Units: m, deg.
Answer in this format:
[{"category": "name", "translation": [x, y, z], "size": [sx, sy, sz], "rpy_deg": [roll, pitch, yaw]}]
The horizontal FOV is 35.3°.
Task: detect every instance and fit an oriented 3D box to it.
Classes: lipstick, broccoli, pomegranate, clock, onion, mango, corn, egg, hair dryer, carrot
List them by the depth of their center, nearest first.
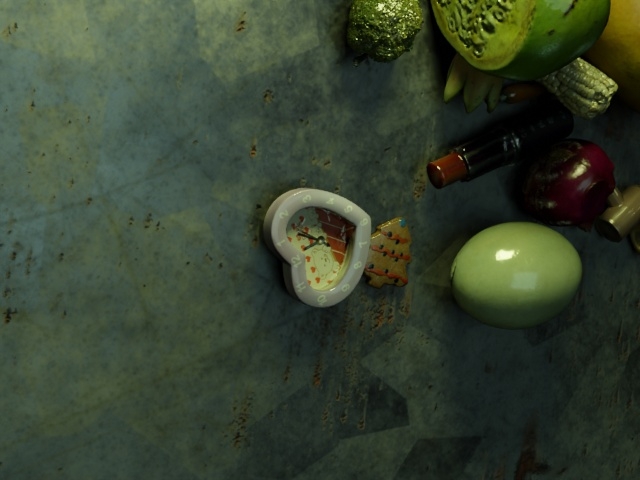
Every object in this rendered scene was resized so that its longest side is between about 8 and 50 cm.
[{"category": "broccoli", "translation": [0.101, -0.343, 1.598], "size": [0.120, 0.130, 0.131], "rpy_deg": [20, 54, -68]}, {"category": "clock", "translation": [0.000, 0.000, 1.623], "size": [0.172, 0.064, 0.198], "rpy_deg": [-32, 111, -20]}, {"category": "pomegranate", "translation": [0.324, -0.372, 1.627], "size": [0.216, 0.309, 0.358], "rpy_deg": [-12, 137, -29]}, {"category": "egg", "translation": [0.341, 0.060, 1.741], "size": [0.253, 0.186, 0.186], "rpy_deg": [-4, 100, -25]}, {"category": "lipstick", "translation": [0.311, -0.163, 1.750], "size": [0.300, 0.081, 0.081], "rpy_deg": [-26, 109, -22]}, {"category": "corn", "translation": [0.414, -0.292, 1.756], "size": [0.211, 0.087, 0.087], "rpy_deg": [35, 79, 8]}, {"category": "mango", "translation": [0.597, -0.396, 1.783], "size": [0.446, 0.232, 0.300], "rpy_deg": [44, 81, -20]}, {"category": "carrot", "translation": [0.368, -0.268, 1.792], "size": [0.142, 0.035, 0.035], "rpy_deg": [-18, 106, -32]}, {"category": "onion", "translation": [0.466, -0.083, 1.814], "size": [0.173, 0.135, 0.198], "rpy_deg": [-47, 119, -7]}, {"category": "hair dryer", "translation": [0.548, -0.098, 1.900], "size": [0.117, 0.064, 0.181], "rpy_deg": [-44, 109, -16]}]

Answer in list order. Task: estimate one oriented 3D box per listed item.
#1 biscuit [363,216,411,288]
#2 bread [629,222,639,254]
[{"category": "biscuit", "translation": [0.114, 0.020, 1.711], "size": [0.119, 0.019, 0.129], "rpy_deg": [22, 87, -29]}, {"category": "bread", "translation": [0.716, -0.051, 1.985], "size": [0.239, 0.074, 0.092], "rpy_deg": [-29, 105, -21]}]
